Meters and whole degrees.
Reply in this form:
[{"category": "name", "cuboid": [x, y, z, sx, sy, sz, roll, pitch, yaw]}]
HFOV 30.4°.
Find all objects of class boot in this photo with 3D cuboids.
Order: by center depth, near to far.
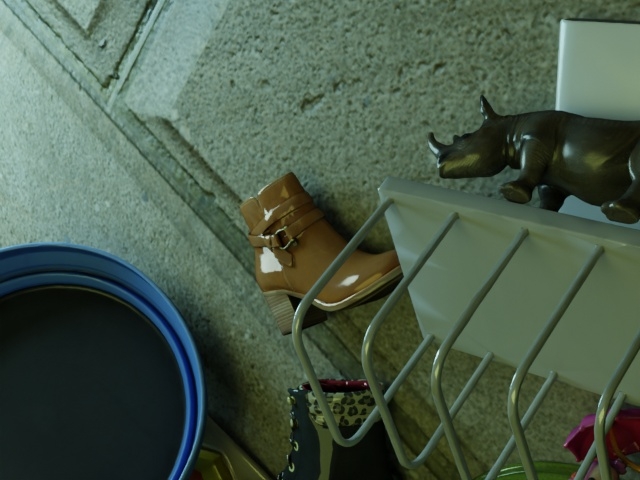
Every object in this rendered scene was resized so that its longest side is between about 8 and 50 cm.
[{"category": "boot", "cuboid": [0.000, 0.000, 1.188, 0.197, 0.073, 0.152, -24, 82, 36]}, {"category": "boot", "cuboid": [-0.027, 0.237, 1.245, 0.236, 0.085, 0.178, -3, 98, 20]}]

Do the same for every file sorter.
[{"category": "file sorter", "cuboid": [0.147, 0.098, 0.940, 0.277, 0.173, 0.193, 14, 141, 34]}]

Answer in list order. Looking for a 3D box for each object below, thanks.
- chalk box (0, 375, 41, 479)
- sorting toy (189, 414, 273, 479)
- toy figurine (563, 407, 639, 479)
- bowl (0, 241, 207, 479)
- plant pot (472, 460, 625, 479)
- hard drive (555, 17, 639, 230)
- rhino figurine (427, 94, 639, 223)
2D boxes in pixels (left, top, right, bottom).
[{"category": "chalk box", "cuboid": [-0.365, 0.280, 1.469, 0.180, 0.179, 0.289, 48, 124, 18]}, {"category": "sorting toy", "cuboid": [-0.121, 0.325, 1.382, 0.208, 0.038, 0.193, 44, 124, 20]}, {"category": "toy figurine", "cuboid": [0.270, 0.215, 0.997, 0.159, 0.173, 0.130, 32, 156, 41]}, {"category": "bowl", "cuboid": [-0.317, 0.195, 1.329, 0.391, 0.077, 0.391, -2, 70, 4]}, {"category": "plant pot", "cuboid": [0.147, 0.424, 1.003, 0.366, 0.353, 0.366, 11, 108, 35]}, {"category": "hard drive", "cuboid": [0.289, -0.024, 0.979, 0.203, 0.040, 0.307, 11, 108, 35]}, {"category": "rhino figurine", "cuboid": [0.192, -0.063, 0.960, 0.243, 0.106, 0.073, 15, 152, 35]}]
